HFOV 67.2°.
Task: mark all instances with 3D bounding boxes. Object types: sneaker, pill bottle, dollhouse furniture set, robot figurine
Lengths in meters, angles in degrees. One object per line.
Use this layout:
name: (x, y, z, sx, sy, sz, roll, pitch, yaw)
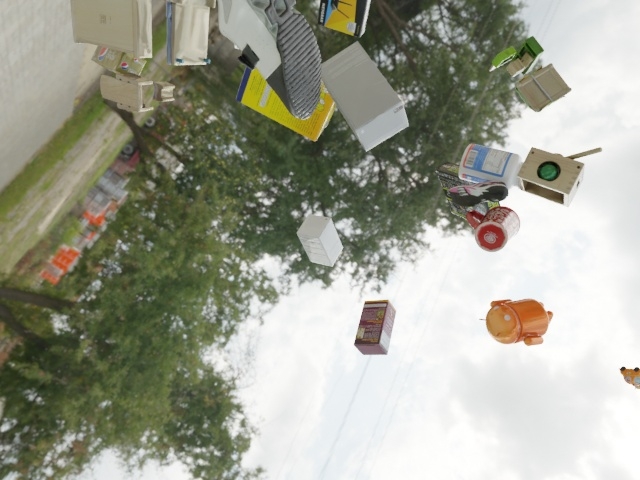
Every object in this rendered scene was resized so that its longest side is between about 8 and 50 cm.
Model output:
sneaker: (-0.105, -0.379, 0.894, 0.146, 0.331, 0.122, 6, -136, 37)
pill bottle: (0.573, -0.230, 1.555, 0.221, 0.124, 0.124, 21, -113, 24)
dollhouse furniture set: (-0.420, -0.501, 1.207, 0.303, 0.198, 0.287, -38, 143, -56)
sneaker: (0.497, -0.150, 1.510, 0.178, 0.072, 0.077, 2, -154, 24)
dollhouse furniture set: (0.879, -0.672, 2.043, 0.197, 0.302, 0.151, -31, 170, -7)
robot figurine: (0.598, 0.247, 1.462, 0.128, 0.219, 0.158, 132, -51, -66)

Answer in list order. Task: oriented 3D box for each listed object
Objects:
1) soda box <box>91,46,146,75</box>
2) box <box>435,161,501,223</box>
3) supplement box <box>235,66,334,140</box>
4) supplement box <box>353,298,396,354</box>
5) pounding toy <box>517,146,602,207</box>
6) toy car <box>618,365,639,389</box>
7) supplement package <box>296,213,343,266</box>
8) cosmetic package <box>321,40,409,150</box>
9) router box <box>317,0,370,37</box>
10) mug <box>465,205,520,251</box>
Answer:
soda box: (-0.512, -0.456, 1.216, 0.181, 0.058, 0.061, 31, -85, 41)
box: (0.558, -0.170, 1.801, 0.060, 0.216, 0.270, -33, -155, -7)
supplement box: (-0.115, -0.582, 1.892, 0.195, 0.356, 0.194, -61, -177, 35)
supplement box: (0.201, 0.315, 1.748, 0.104, 0.081, 0.188, -8, -133, 33)
pounding toy: (0.504, -0.147, 1.021, 0.130, 0.141, 0.100, 27, -88, 29)
toy car: (0.706, 0.310, 1.058, 0.060, 0.122, 0.041, -8, -120, 53)
supplement package: (0.000, 0.000, 1.866, 0.105, 0.179, 0.105, 12, -125, 31)
cosmetic package: (0.099, -0.347, 1.157, 0.127, 0.107, 0.238, -29, -116, 8)
router box: (0.069, -0.658, 1.295, 0.179, 0.133, 0.046, 100, 15, -49)
mug: (0.505, -0.030, 1.434, 0.150, 0.113, 0.169, 1, -164, 30)
